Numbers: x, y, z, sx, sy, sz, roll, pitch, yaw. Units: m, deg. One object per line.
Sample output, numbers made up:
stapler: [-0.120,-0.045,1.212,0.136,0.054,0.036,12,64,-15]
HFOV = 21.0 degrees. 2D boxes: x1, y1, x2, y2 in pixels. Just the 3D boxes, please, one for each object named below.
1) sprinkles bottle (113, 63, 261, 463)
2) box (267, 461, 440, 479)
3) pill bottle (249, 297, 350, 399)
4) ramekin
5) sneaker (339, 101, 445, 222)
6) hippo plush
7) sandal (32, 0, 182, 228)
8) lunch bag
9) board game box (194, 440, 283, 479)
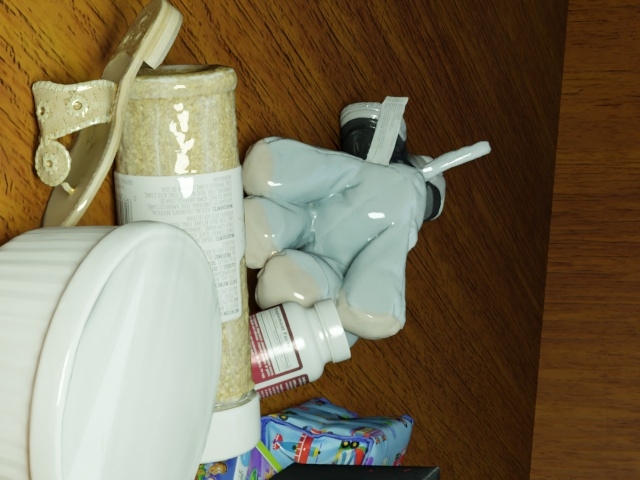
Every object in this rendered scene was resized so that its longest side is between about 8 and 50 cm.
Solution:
sprinkles bottle: [-0.124,0.021,1.580,0.121,0.121,0.355,-33,121,-69]
box: [0.008,0.311,1.667,0.270,0.165,0.143,-18,107,-71]
pill bottle: [-0.051,0.112,1.730,0.086,0.152,0.086,162,-90,-87]
ramekin: [-0.189,0.110,1.337,0.273,0.127,0.273,9,90,-70]
sneaker: [0.086,-0.056,2.263,0.268,0.101,0.153,52,43,-54]
hippo plush: [0.000,0.000,1.919,0.294,0.234,0.236,-63,-178,-25]
sandal: [-0.202,-0.117,1.438,0.079,0.088,0.240,37,64,-25]
lunch bag: [0.001,0.345,1.997,0.221,0.138,0.293,0,100,-74]
board game box: [-0.105,0.381,1.721,0.233,0.078,0.347,60,35,-57]
